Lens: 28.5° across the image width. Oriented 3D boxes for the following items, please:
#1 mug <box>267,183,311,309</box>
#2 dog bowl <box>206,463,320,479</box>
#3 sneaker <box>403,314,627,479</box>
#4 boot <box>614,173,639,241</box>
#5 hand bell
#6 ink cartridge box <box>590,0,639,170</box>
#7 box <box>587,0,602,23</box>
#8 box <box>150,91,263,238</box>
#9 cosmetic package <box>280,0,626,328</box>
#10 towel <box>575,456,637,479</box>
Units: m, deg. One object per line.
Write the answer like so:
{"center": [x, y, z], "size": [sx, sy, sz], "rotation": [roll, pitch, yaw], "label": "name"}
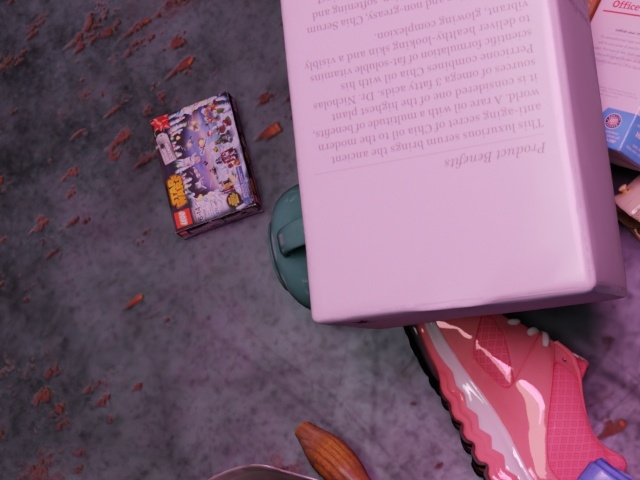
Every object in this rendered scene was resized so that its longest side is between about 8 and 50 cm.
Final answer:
{"center": [0.002, -0.004, 1.213], "size": [0.097, 0.158, 0.129], "rotation": [-15, 47, 18], "label": "mug"}
{"center": [-0.024, 0.367, 1.074], "size": [0.348, 0.102, 0.349], "rotation": [-14, 69, 42], "label": "dog bowl"}
{"center": [0.171, 0.118, 1.166], "size": [0.136, 0.116, 0.314], "rotation": [-26, 75, -3], "label": "sneaker"}
{"center": [0.340, -0.103, 1.176], "size": [0.203, 0.095, 0.262], "rotation": [-40, 64, 8], "label": "boot"}
{"center": [0.058, 0.249, 1.167], "size": [0.126, 0.126, 0.242], "rotation": [-48, 54, -1], "label": "hand bell"}
{"center": [0.288, -0.161, 1.140], "size": [0.104, 0.061, 0.181], "rotation": [26, 90, 52], "label": "ink cartridge box"}
{"center": [0.214, -0.210, 1.200], "size": [0.091, 0.170, 0.130], "rotation": [25, 83, 24], "label": "box"}
{"center": [-0.122, -0.080, 1.343], "size": [0.094, 0.027, 0.137], "rotation": [-20, 70, 12], "label": "box"}
{"center": [0.103, -0.164, 1.050], "size": [0.230, 0.161, 0.453], "rotation": [-8, 82, 23], "label": "cosmetic package"}
{"center": [0.238, 0.382, 1.055], "size": [0.243, 0.040, 0.336], "rotation": [35, 86, 5], "label": "towel"}
